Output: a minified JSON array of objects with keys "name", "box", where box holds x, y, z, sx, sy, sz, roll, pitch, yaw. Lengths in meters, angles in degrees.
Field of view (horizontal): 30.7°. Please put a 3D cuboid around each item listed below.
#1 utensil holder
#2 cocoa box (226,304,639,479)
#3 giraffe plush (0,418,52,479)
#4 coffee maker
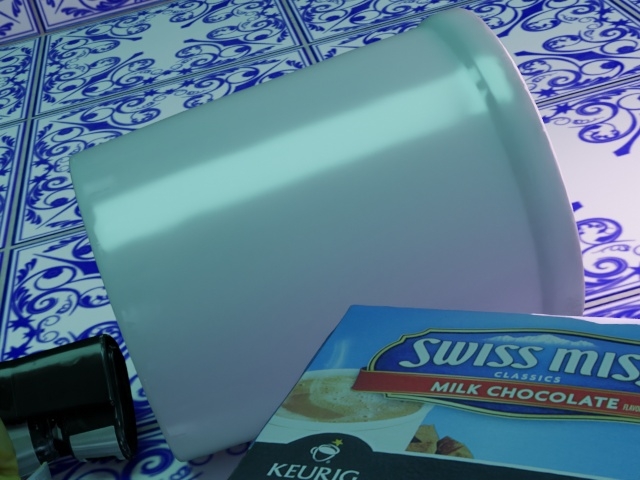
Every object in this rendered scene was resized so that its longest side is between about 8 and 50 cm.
[{"name":"utensil holder","box":[0.000,0.000,1.089,0.386,0.327,0.327,-20,29,-7]},{"name":"cocoa box","box":[0.105,0.235,0.583,0.232,0.347,0.228,2,31,27]},{"name":"giraffe plush","box":[-0.331,0.233,0.960,0.171,0.181,0.210,-21,-13,2]},{"name":"coffee maker","box":[-0.276,0.144,1.108,0.178,0.171,0.120,-14,12,-3]}]
